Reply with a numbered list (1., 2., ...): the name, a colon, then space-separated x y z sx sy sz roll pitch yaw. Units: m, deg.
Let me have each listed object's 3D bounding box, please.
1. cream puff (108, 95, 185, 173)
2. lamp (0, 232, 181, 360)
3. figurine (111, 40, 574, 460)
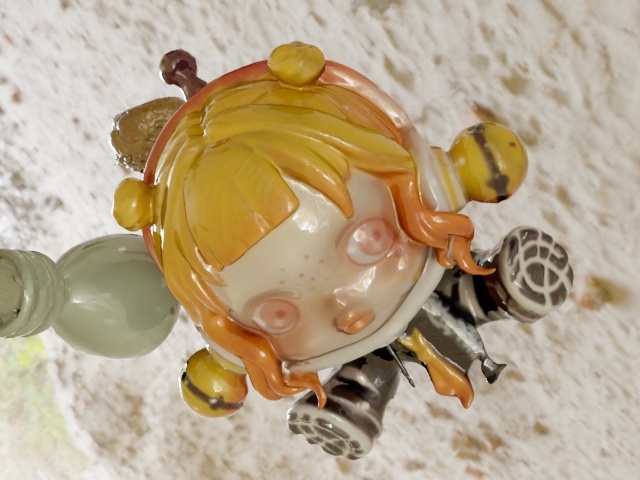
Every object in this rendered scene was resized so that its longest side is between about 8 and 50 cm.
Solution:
1. cream puff: -0.238 -0.147 1.428 0.144 0.126 0.103 -13 92 46
2. lamp: -0.183 0.042 0.761 0.106 0.106 0.193 42 -168 22
3. figurine: 0.000 -0.001 0.740 0.323 0.320 0.196 45 -167 -29
